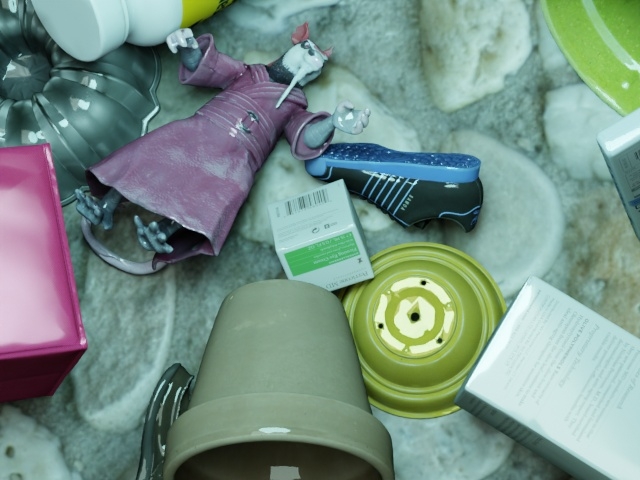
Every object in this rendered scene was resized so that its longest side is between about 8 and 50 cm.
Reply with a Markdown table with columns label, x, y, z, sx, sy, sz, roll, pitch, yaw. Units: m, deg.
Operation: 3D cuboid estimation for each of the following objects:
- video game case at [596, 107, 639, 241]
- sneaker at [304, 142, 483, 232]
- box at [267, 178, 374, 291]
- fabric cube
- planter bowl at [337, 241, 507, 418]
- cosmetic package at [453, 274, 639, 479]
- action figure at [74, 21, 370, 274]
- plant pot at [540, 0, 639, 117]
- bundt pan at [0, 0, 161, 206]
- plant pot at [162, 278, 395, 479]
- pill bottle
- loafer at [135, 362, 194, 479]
| label | x | y | z | sx | sy | sz | roll | pitch | yaw |
| --- | --- | --- | --- | --- | --- | --- | --- | --- | --- |
| video game case | 0.475 | -0.133 | 1.678 | 0.329 | 0.300 | 0.036 | -32 | 62 | 6 |
| sneaker | 0.085 | -0.063 | 1.846 | 0.232 | 0.081 | 0.090 | 9 | 113 | 26 |
| box | 0.000 | 0.000 | 1.818 | 0.101 | 0.087 | 0.102 | -19 | 37 | 5 |
| fabric cube | -0.436 | 0.056 | 1.754 | 0.258 | 0.259 | 0.254 | -6 | 73 | -21 |
| planter bowl | 0.115 | 0.097 | 1.798 | 0.217 | 0.090 | 0.217 | -2 | 76 | 7 |
| cosmetic package | 0.341 | 0.207 | 1.669 | 0.365 | 0.197 | 0.155 | 31 | 81 | 5 |
| action figure | -0.101 | -0.114 | 1.852 | 0.248 | 0.276 | 0.370 | 39 | 65 | 10 |
| plant pot | 0.443 | -0.299 | 1.779 | 0.254 | 0.276 | 0.276 | -43 | 75 | -16 |
| bundt pan | -0.375 | -0.211 | 1.922 | 0.331 | 0.124 | 0.331 | -2 | 76 | 8 |
| plant pot | -0.044 | 0.178 | 1.742 | 0.263 | 0.263 | 0.229 | -3 | 57 | 7 |
| pill bottle | -0.181 | -0.351 | 1.833 | 0.334 | 0.188 | 0.188 | -36 | 73 | -30 |
| loafer | -0.175 | 0.257 | 1.814 | 0.078 | 0.080 | 0.220 | 10 | 83 | 0 |
